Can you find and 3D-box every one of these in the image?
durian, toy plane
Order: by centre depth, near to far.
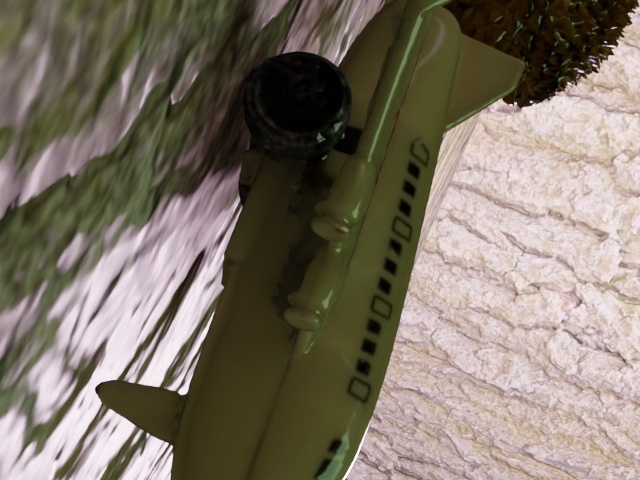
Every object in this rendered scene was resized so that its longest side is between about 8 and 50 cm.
[{"bbox_3d":[0.000,0.000,0.481,0.244,0.092,0.229,-61,175,-23],"label":"toy plane"},{"bbox_3d":[0.114,-0.149,0.695,0.158,0.137,0.168,44,61,-62],"label":"durian"}]
